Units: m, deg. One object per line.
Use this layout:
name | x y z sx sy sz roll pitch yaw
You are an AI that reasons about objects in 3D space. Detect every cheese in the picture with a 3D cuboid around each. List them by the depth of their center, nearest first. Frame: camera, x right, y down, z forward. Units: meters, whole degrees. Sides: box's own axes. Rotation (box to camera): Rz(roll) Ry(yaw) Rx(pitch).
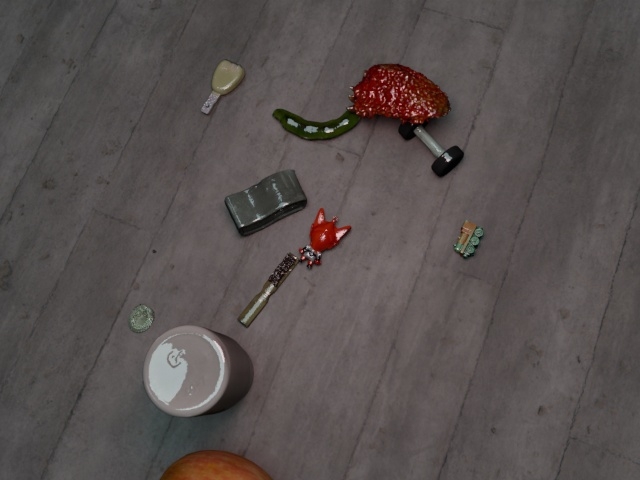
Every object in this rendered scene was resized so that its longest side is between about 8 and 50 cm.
cheese | -0.321 -0.486 1.829 0.097 0.037 0.192 28 79 13

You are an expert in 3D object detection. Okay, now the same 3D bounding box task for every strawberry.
strawberry | 0.239 -0.441 1.648 0.306 0.138 0.233 14 44 36

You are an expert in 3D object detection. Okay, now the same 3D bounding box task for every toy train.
toy train | 0.417 -0.001 1.622 0.064 0.044 0.103 26 77 15

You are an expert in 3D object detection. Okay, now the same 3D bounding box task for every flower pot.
flower pot | -0.157 -0.110 1.679 0.229 0.103 0.108 -25 74 -2

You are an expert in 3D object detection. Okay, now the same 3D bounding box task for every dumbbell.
dumbbell | 0.321 -0.286 1.677 0.100 0.100 0.191 -38 75 -5

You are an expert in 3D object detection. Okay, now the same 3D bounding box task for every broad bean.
broad bean | 0.003 -0.372 1.764 0.291 0.049 0.144 -13 68 0

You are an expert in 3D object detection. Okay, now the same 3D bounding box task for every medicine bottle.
medicine bottle | -0.290 0.334 1.451 0.208 0.340 0.208 -1 75 5

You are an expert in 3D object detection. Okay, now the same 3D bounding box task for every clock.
clock | -0.525 0.229 1.675 0.074 0.010 0.083 27 80 12

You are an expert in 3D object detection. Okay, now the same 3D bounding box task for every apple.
apple | -0.264 0.689 1.337 0.346 0.391 0.391 27 80 11

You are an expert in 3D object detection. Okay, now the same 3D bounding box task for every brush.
brush | -0.151 0.139 1.648 0.043 0.036 0.248 36 81 18

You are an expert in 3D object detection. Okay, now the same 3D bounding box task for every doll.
doll | 0.000 0.000 1.656 0.109 0.057 0.169 33 79 10
